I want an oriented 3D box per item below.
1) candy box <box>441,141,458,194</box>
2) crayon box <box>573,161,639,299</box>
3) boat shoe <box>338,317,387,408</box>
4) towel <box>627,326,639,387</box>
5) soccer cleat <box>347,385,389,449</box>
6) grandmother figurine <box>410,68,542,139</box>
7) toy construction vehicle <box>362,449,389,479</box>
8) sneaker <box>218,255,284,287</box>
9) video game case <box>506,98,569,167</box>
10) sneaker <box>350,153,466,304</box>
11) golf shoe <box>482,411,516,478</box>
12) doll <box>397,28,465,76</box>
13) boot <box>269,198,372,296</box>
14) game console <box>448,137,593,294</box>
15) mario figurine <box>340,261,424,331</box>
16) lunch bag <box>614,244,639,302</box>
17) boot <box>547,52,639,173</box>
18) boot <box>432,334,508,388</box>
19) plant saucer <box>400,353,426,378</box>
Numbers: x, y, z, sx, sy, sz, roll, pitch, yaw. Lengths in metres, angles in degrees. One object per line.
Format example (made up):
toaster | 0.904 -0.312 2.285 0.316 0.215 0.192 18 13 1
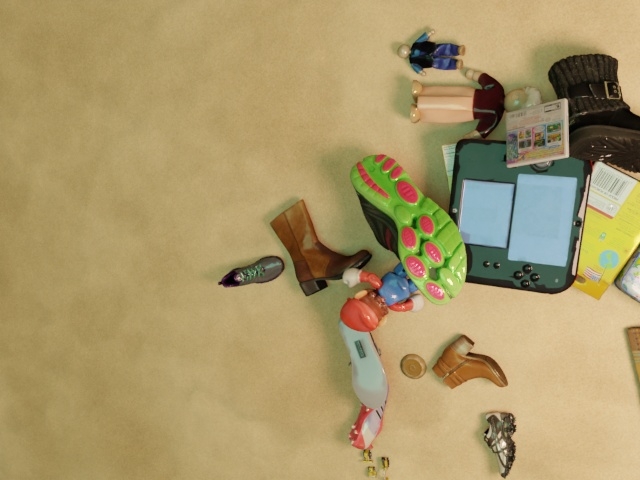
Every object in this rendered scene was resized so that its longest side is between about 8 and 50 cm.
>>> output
candy box | 0.384 -0.179 1.689 0.053 0.109 0.187 -8 97 20
crayon box | 0.730 -0.029 1.597 0.202 0.081 0.319 32 109 13
boat shoe | 0.136 0.363 1.883 0.113 0.105 0.306 -24 83 15
towel | 0.963 0.398 1.554 0.271 0.040 0.370 -10 96 50
soccer cleat | 0.171 0.559 1.937 0.095 0.083 0.248 20 101 -22
grandmother figurine | 0.420 -0.367 1.643 0.342 0.104 0.208 2 95 21
toy construction vehicle | 0.181 0.738 1.979 0.085 0.035 0.098 -1 100 21
sneaker | -0.226 0.115 1.985 0.223 0.098 0.083 -20 92 23
video game case | 0.530 -0.261 1.486 0.157 0.019 0.143 -6 79 46
sneaker | 0.250 -0.031 1.677 0.185 0.202 0.483 -26 61 -3
golf shoe | 0.532 0.606 1.805 0.093 0.077 0.198 2 94 32
doll | 0.306 -0.524 1.688 0.188 0.046 0.129 13 106 25
boot | 0.000 0.000 1.902 0.264 0.096 0.281 -29 81 31
game console | 0.508 -0.063 1.585 0.341 0.060 0.387 7 100 14
mario figurine | 0.192 0.143 1.798 0.320 0.170 0.198 -37 61 0
lunch bag | 0.891 0.102 1.543 0.219 0.090 0.176 32 97 11
boot | 0.745 -0.322 1.508 0.131 0.347 0.260 128 147 -57
boot | 0.442 0.395 1.796 0.197 0.073 0.152 46 111 21
plant saucer | 0.288 0.395 1.884 0.083 0.015 0.084 4 102 21
